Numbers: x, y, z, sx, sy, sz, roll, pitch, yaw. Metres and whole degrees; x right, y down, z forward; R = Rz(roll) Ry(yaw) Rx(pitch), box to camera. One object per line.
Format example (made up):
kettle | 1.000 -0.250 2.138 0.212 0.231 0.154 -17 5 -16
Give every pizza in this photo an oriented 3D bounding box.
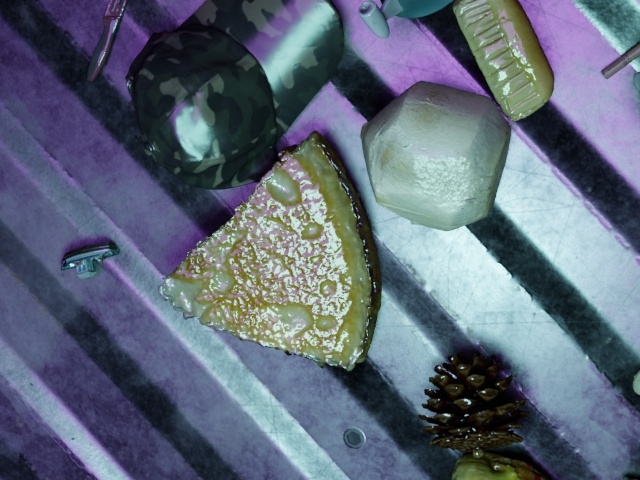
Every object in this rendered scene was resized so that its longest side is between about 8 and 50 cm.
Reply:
pizza | -0.031 0.070 1.542 0.392 0.080 0.435 43 103 -4

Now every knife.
knife | -0.411 -0.426 1.598 0.035 0.018 0.247 28 105 10

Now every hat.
hat | -0.159 -0.311 1.469 0.366 0.257 0.381 43 128 0

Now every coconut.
coconut | 0.186 -0.143 1.396 0.248 0.245 0.244 15 106 15

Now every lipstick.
lipstick | 0.521 -0.309 1.383 0.094 0.019 0.019 -37 91 19

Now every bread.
bread | 0.311 -0.324 1.369 0.106 0.140 0.236 -26 100 15

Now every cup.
cup | 0.137 -0.479 1.332 0.168 0.173 0.299 17 75 36

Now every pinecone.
pinecone | 0.280 0.300 1.499 0.208 0.208 0.207 3 103 14

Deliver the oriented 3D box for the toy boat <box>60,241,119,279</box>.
toy boat | -0.482 0.046 1.695 0.140 0.059 0.066 -13 81 19

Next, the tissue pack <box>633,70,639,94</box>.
tissue pack | 0.651 -0.275 1.245 0.236 0.229 0.333 33 108 3

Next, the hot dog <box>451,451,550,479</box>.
hot dog | 0.384 0.594 1.531 0.223 0.185 0.404 -10 99 18

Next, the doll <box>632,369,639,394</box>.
doll | 0.661 0.249 1.418 0.175 0.149 0.278 -9 117 -17

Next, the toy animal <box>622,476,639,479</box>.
toy animal | 0.720 0.536 1.445 0.358 0.194 0.257 9 94 4
